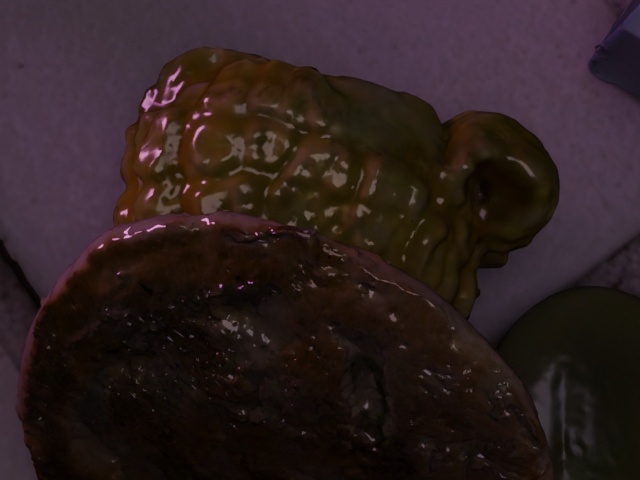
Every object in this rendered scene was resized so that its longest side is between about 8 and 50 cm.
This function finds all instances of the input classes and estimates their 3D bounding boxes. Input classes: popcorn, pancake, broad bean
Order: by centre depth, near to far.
[{"bbox_3d":[-0.023,0.119,1.141,0.356,0.356,0.065,25,45,0],"label":"pancake"},{"bbox_3d":[0.000,0.000,1.210,0.286,0.174,0.225,14,98,-7],"label":"popcorn"},{"bbox_3d":[0.190,0.160,1.225,0.189,0.121,0.263,7,82,-6],"label":"broad bean"}]

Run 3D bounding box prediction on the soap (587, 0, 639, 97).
[{"bbox_3d":[0.308,-0.224,1.242,0.095,0.173,0.289,35,84,1],"label":"soap"}]
